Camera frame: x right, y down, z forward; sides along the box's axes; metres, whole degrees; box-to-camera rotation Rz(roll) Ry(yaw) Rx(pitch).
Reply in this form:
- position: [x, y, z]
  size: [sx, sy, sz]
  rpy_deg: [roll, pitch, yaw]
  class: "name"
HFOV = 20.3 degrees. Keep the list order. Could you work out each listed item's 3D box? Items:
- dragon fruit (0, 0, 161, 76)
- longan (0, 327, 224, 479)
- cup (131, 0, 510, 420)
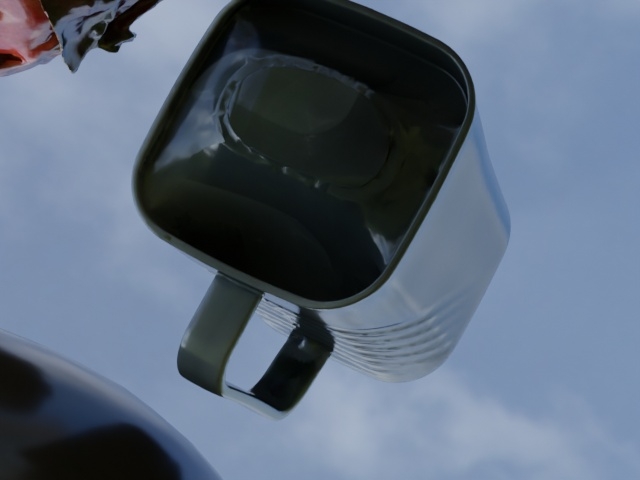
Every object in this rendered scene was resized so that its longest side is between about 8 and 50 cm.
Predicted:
- position: [-0.146, -0.185, 0.796]
  size: [0.244, 0.299, 0.244]
  rpy_deg: [-35, -45, -43]
  class: "dragon fruit"
- position: [-0.159, 0.206, 0.619]
  size: [0.361, 0.361, 0.361]
  rpy_deg: [-15, -66, -37]
  class: "longan"
- position: [0.000, 0.000, 0.600]
  size: [0.128, 0.095, 0.129]
  rpy_deg: [-62, -21, -10]
  class: "cup"
